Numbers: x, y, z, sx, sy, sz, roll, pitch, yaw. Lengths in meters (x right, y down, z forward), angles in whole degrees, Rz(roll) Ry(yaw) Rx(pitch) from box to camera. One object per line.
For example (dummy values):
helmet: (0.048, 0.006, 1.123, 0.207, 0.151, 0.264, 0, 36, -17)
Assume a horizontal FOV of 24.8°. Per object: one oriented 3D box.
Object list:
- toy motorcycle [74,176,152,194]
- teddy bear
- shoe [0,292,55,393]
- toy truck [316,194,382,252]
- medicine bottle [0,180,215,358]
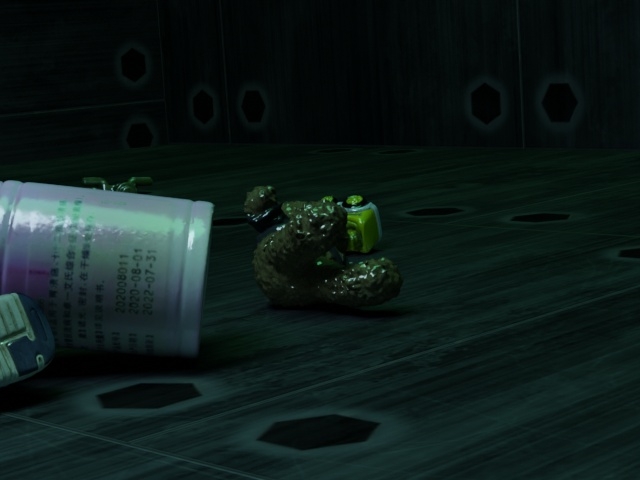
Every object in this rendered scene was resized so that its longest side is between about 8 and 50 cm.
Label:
toy motorcycle: (-0.345, -0.022, 1.928, 0.205, 0.127, 0.275, -1, 3, -30)
teddy bear: (-0.015, 0.014, 1.602, 0.129, 0.182, 0.251, -40, 12, 0)
shoe: (-0.328, 0.112, 1.232, 0.207, 0.091, 0.106, -18, -10, -41)
toy truck: (0.020, -0.012, 1.947, 0.111, 0.076, 0.077, -1, 29, 23)
medicine bottle: (-0.232, 0.025, 1.361, 0.254, 0.152, 0.152, 6, 8, -3)
